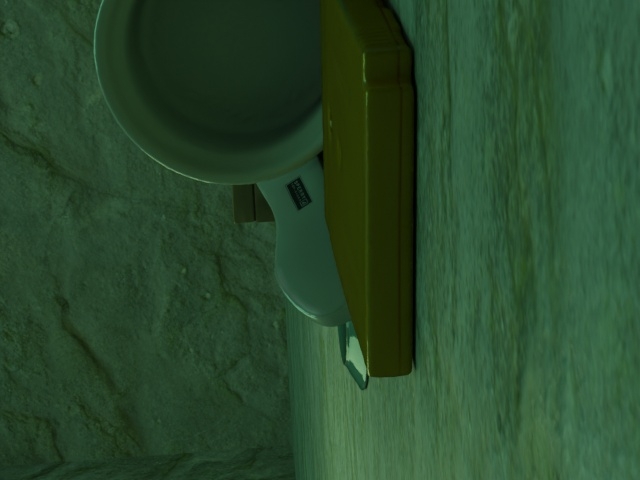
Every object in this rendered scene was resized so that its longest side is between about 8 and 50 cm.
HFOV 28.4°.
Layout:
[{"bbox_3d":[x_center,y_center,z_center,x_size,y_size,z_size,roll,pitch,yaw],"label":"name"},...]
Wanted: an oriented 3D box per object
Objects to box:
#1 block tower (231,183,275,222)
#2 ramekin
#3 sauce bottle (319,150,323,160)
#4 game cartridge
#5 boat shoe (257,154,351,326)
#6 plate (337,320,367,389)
[{"bbox_3d":[-0.089,-0.128,1.862,0.335,0.091,0.097,-100,8,-66],"label":"block tower"},{"bbox_3d":[-0.090,-0.209,1.348,0.135,0.277,0.277,-80,-11,-70],"label":"ramekin"},{"bbox_3d":[0.017,-0.113,1.474,0.128,0.042,0.042,-178,84,-84],"label":"sauce bottle"},{"bbox_3d":[0.041,-0.079,1.138,0.324,0.052,0.285,-106,13,-63],"label":"game cartridge"},{"bbox_3d":[0.000,0.000,1.427,0.102,0.108,0.301,53,-172,-41],"label":"boat shoe"},{"bbox_3d":[0.035,0.085,1.507,0.188,0.024,0.188,176,90,-86],"label":"plate"}]
